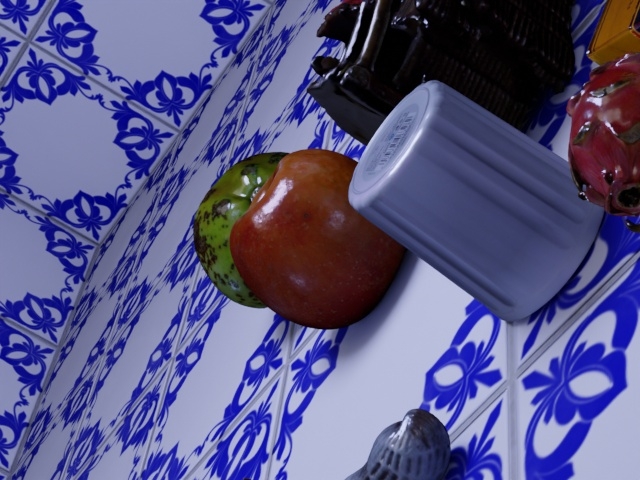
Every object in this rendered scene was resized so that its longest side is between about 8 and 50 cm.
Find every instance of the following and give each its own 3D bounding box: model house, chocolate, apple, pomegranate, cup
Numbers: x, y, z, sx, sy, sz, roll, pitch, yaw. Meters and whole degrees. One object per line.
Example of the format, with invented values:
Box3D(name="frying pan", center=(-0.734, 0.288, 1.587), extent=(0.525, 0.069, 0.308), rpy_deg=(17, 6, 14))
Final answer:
Box3D(name="model house", center=(0.137, -0.241, 1.691), extent=(0.297, 0.317, 0.282), rpy_deg=(18, 81, 62))
Box3D(name="chocolate", center=(0.067, 0.229, 1.385), extent=(0.167, 0.072, 0.072), rpy_deg=(-53, 16, 26))
Box3D(name="apple", center=(0.000, 0.000, 1.819), extent=(0.218, 0.201, 0.218), rpy_deg=(-54, 8, 11))
Box3D(name="pomegranate", center=(-0.087, -0.014, 2.105), extent=(0.222, 0.204, 0.276), rpy_deg=(-44, 13, -15))
Box3D(name="cup", center=(0.140, -0.044, 1.423), extent=(0.167, 0.202, 0.221), rpy_deg=(-58, 15, -4))

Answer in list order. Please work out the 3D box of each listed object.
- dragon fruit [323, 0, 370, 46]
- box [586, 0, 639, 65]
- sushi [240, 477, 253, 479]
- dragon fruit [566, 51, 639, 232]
Box3D(name="dragon fruit", center=(0.160, -0.334, 2.126), extent=(0.211, 0.134, 0.262), rpy_deg=(-49, 29, -6))
Box3D(name="box", center=(0.363, -0.257, 1.374), extent=(0.237, 0.070, 0.152), rpy_deg=(-33, 30, 63))
Box3D(name="sushi", center=(-0.105, 0.346, 1.754), extent=(0.120, 0.055, 0.052), rpy_deg=(-53, -31, -5))
Box3D(name="dragon fruit", center=(0.274, -0.084, 1.224), extent=(0.166, 0.133, 0.136), rpy_deg=(-73, -22, -46))
